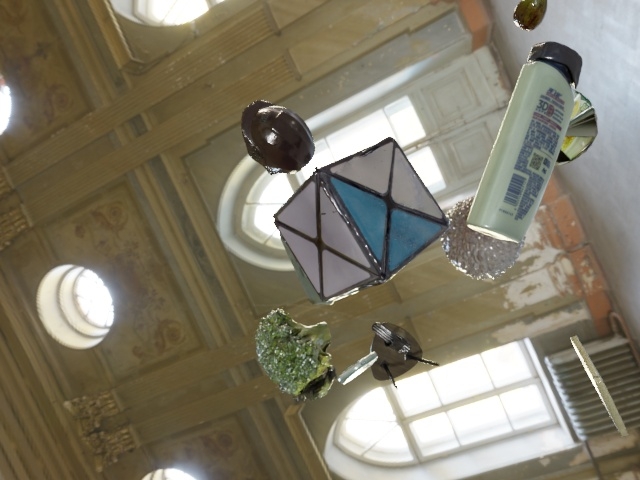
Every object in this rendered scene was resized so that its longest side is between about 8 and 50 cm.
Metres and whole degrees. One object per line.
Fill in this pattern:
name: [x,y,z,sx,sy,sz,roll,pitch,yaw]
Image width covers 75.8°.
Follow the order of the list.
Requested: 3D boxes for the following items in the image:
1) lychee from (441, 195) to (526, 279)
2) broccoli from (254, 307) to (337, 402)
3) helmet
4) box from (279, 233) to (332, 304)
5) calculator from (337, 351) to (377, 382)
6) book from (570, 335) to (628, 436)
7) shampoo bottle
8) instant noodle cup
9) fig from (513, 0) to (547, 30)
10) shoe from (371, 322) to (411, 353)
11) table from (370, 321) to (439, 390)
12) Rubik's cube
lychee: [0.745,-0.009,1.897,0.432,0.379,0.381,43,-154,-50]
broccoli: [-0.089,0.397,1.417,0.324,0.271,0.335,-104,10,-54]
helmet: [-0.135,-0.369,1.499,0.305,0.177,0.225,46,-117,-48]
box: [0.001,0.000,1.646,0.397,0.110,0.396,67,-151,-29]
calculator: [0.153,0.528,1.697,0.042,0.183,0.295,55,163,19]
book: [0.872,0.446,1.295,0.191,0.025,0.269,61,-158,-6]
shampoo bottle: [0.396,-0.178,0.780,0.134,0.360,0.078,19,-178,-20]
instant noodle cup: [0.765,-0.359,1.331,0.178,0.240,0.241,-19,-96,-54]
fig: [0.774,-0.847,1.486,0.109,0.155,0.103,15,-136,-20]
shoe: [0.246,0.356,1.464,0.159,0.062,0.053,36,-154,12]
table: [0.417,0.629,2.136,0.318,0.316,0.249,65,169,-5]
Rubik's cube: [0.107,-0.048,1.100,0.306,0.310,0.306,-30,-94,-34]
